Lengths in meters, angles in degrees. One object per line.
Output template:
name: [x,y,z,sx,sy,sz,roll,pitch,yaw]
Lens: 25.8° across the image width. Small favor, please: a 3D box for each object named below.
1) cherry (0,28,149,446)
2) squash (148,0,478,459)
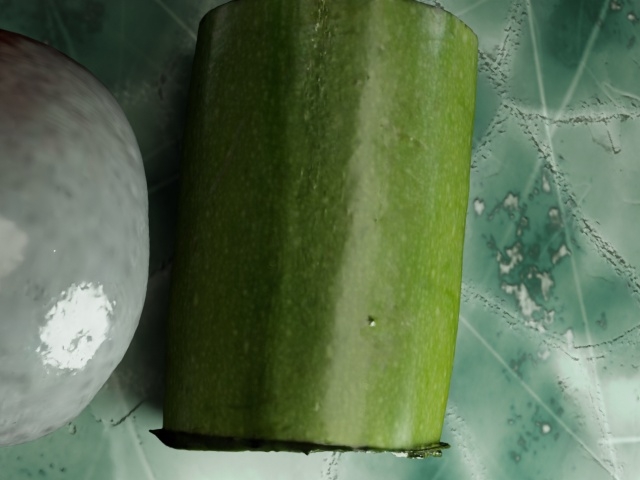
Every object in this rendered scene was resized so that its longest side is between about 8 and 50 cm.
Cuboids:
cherry: [-0.282,-0.003,1.026,0.335,0.291,0.326,-4,67,-53]
squash: [0.000,0.000,1.240,0.263,0.263,0.384,10,81,-32]
